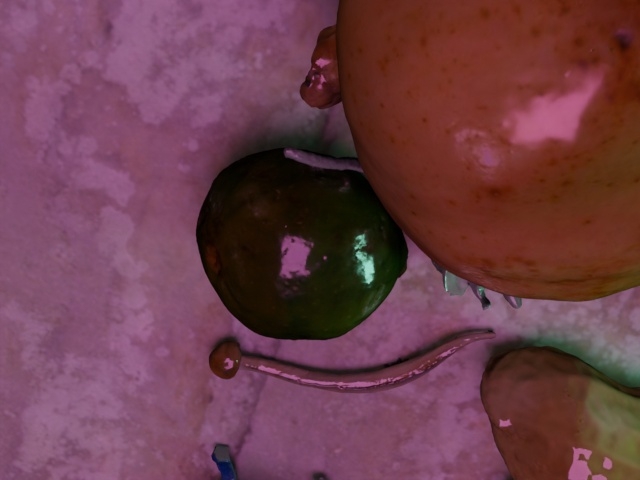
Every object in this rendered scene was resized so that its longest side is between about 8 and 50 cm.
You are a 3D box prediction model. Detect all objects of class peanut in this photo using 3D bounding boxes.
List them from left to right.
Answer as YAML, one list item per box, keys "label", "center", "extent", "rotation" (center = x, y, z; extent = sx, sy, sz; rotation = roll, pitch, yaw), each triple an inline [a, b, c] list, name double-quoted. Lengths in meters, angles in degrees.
- label: "peanut"
  center: [0.318, 0.230, 1.409]
  extent: [0.340, 0.158, 0.174]
  rotation: [18, 93, -12]

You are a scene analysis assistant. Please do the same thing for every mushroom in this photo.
- label: "mushroom"
  center: [0.034, 0.132, 1.447]
  extent: [0.306, 0.043, 0.068]
  rotation: [-1, 145, 1]

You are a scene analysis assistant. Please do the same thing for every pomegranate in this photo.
- label: "pomegranate"
  center: [0.172, -0.151, 1.076]
  extent: [0.412, 0.411, 0.411]
  rotation: [1, 120, 2]

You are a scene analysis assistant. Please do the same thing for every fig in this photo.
- label: "fig"
  center: [0.000, 0.000, 1.304]
  extent: [0.245, 0.195, 0.195]
  rotation: [-6, 130, -41]

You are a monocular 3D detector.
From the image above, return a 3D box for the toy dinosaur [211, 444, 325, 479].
- label: "toy dinosaur"
  center: [-0.066, 0.316, 1.536]
  extent: [0.329, 0.076, 0.144]
  rotation: [8, 127, 1]

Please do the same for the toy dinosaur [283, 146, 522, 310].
- label: "toy dinosaur"
  center: [0.123, 0.005, 1.228]
  extent: [0.076, 0.129, 0.383]
  rotation: [-49, 142, 4]
